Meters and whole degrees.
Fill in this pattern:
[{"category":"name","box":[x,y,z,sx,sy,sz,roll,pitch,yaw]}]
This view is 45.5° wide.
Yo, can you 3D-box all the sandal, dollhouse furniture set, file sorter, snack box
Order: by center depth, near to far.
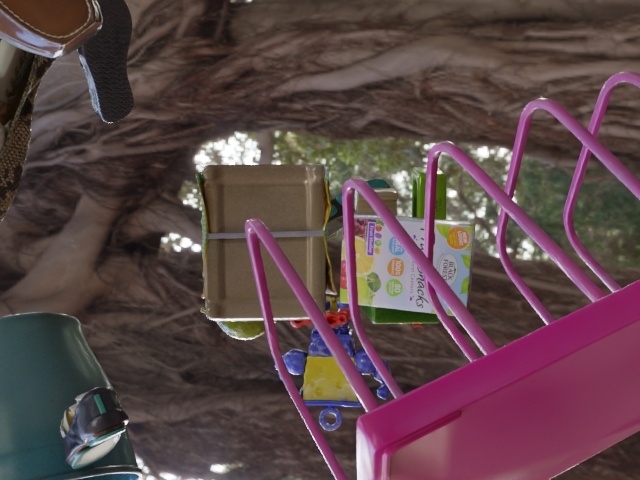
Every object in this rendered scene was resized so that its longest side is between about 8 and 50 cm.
[{"category":"file sorter","box":[0.119,0.041,0.501,0.291,0.182,0.202,-23,-37,-14]},{"category":"snack box","box":[0.094,0.024,0.836,0.037,0.141,0.100,-32,-55,-69]},{"category":"dollhouse furniture set","box":[0.000,0.000,0.988,0.151,0.302,0.197,-110,20,-84]},{"category":"sandal","box":[-0.376,-0.314,1.309,0.097,0.054,0.254,-30,-32,-34]}]

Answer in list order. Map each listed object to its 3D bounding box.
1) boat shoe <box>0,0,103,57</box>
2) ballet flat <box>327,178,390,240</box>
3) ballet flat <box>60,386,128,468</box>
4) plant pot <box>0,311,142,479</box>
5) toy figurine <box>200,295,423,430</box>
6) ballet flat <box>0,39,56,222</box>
[{"category":"boat shoe","box":[-0.351,-0.322,0.746,0.122,0.324,0.120,-45,5,-13]},{"category":"ballet flat","box":[0.038,-0.047,1.425,0.213,0.072,0.068,-26,-49,-15]},{"category":"ballet flat","box":[-0.271,0.218,0.907,0.074,0.074,0.203,-58,6,-34]},{"category":"plant pot","box":[-0.420,0.252,1.103,0.272,0.272,0.255,24,-137,-61]},{"category":"toy figurine","box":[-0.012,0.208,1.248,0.191,0.363,0.217,-40,-50,-85]},{"category":"ballet flat","box":[-0.547,-0.243,1.249,0.182,0.164,0.482,96,-175,-71]}]
